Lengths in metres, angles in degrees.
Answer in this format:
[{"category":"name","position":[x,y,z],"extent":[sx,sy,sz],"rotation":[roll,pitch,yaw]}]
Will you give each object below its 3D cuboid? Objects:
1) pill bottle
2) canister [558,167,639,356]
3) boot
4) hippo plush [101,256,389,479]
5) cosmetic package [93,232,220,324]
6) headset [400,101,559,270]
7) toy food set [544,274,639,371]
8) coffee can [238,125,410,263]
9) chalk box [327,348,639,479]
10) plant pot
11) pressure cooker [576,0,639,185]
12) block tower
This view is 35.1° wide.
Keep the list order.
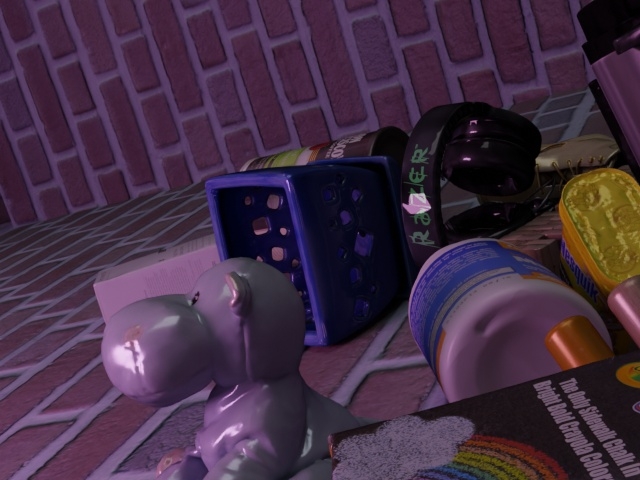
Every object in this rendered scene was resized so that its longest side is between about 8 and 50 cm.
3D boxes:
[{"category":"pill bottle","position":[0.169,0.082,0.986],"extent":[0.152,0.152,0.272],"rotation":[-17,13,0]},{"category":"canister","position":[0.272,0.033,0.950],"extent":[0.073,0.170,0.126],"rotation":[-18,55,-2]},{"category":"boot","position":[0.396,-0.101,1.610],"extent":[0.262,0.095,0.203],"rotation":[-15,13,-9]},{"category":"hippo plush","position":[-0.062,0.141,0.849],"extent":[0.294,0.236,0.234],"rotation":[-18,12,-1]},{"category":"cosmetic package","position":[-0.283,0.067,1.813],"extent":[0.231,0.085,0.117],"rotation":[-17,12,-5]},{"category":"headset","position":[0.207,-0.052,1.362],"extent":[0.185,0.243,0.394],"rotation":[-2,-2,37]},{"category":"toy food set","position":[0.303,0.077,0.807],"extent":[0.232,0.104,0.111],"rotation":[-7,-35,-38]},{"category":"coffee can","position":[0.020,-0.068,1.714],"extent":[0.275,0.201,0.201],"rotation":[-10,15,32]},{"category":"chalk box","position":[0.165,0.177,0.539],"extent":[0.289,0.179,0.180],"rotation":[-16,12,4]},{"category":"plant pot","position":[0.000,0.000,1.413],"extent":[0.212,0.236,0.236],"rotation":[-17,10,-34]},{"category":"pressure cooker","position":[0.488,-0.212,1.081],"extent":[0.376,0.420,0.370],"rotation":[-26,1,8]},{"category":"block tower","position":[0.339,-0.004,1.268],"extent":[0.335,0.091,0.097],"rotation":[-28,17,-38]}]
